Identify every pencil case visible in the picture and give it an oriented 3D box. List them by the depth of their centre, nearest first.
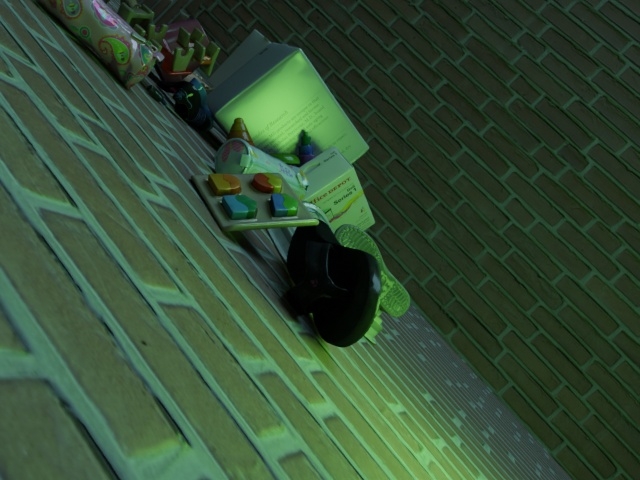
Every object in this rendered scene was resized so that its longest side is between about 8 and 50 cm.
[{"bbox_3d":[-0.487,-0.476,1.486,0.284,0.124,0.124,44,6,-15],"label":"pencil case"},{"bbox_3d":[-0.144,-0.167,1.685,0.124,0.113,0.273,28,4,35],"label":"pencil case"}]

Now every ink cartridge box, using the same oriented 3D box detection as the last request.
[{"bbox_3d":[0.024,-0.109,1.970,0.117,0.201,0.278,52,-6,38],"label":"ink cartridge box"}]

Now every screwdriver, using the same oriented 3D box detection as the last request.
[{"bbox_3d":[-0.408,-0.357,1.791,0.170,0.024,0.025,50,31,-46],"label":"screwdriver"}]

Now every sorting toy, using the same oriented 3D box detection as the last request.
[{"bbox_3d":[-0.126,-0.084,1.272,0.193,0.038,0.208,-5,35,-30],"label":"sorting toy"},{"bbox_3d":[-0.138,-0.273,1.868,0.127,0.126,0.365,2,5,39],"label":"sorting toy"}]

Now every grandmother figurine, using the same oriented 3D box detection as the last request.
[{"bbox_3d":[-0.524,-0.622,2.435,0.342,0.104,0.208,46,7,32],"label":"grandmother figurine"}]

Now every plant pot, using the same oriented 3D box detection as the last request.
[{"bbox_3d":[-0.451,-0.608,2.112,0.201,0.180,0.201,58,-11,18],"label":"plant pot"}]

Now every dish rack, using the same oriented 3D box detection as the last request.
[{"bbox_3d":[0.020,0.080,1.591,0.333,0.072,0.285,44,5,-30],"label":"dish rack"}]

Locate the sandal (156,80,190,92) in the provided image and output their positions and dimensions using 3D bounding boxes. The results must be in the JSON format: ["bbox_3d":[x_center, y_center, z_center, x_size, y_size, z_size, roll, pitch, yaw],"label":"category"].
[{"bbox_3d":[-0.421,-0.442,1.978,0.179,0.040,0.067,12,-19,34],"label":"sandal"}]

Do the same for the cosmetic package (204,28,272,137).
[{"bbox_3d":[-0.287,-0.580,2.492,0.197,0.365,0.155,51,7,37],"label":"cosmetic package"}]

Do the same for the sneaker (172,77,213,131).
[{"bbox_3d":[-0.372,-0.374,1.914,0.081,0.090,0.232,47,-16,17],"label":"sneaker"}]

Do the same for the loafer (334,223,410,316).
[{"bbox_3d":[0.103,0.074,1.529,0.251,0.094,0.087,55,-21,-12],"label":"loafer"}]

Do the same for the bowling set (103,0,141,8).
[{"bbox_3d":[-0.617,-0.674,1.937,0.154,0.199,0.287,-122,-150,-44],"label":"bowling set"}]

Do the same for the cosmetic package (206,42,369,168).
[{"bbox_3d":[-0.122,-0.373,2.136,0.394,0.327,0.329,51,-2,-26],"label":"cosmetic package"}]

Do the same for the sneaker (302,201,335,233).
[{"bbox_3d":[0.000,0.000,1.841,0.283,0.110,0.122,37,23,-31],"label":"sneaker"}]

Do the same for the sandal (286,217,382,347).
[{"bbox_3d":[-0.013,0.062,1.203,0.107,0.168,0.446,17,9,-21],"label":"sandal"}]

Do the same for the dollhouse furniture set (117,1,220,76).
[{"bbox_3d":[-0.455,-0.523,1.814,0.259,0.135,0.262,44,35,23],"label":"dollhouse furniture set"}]
